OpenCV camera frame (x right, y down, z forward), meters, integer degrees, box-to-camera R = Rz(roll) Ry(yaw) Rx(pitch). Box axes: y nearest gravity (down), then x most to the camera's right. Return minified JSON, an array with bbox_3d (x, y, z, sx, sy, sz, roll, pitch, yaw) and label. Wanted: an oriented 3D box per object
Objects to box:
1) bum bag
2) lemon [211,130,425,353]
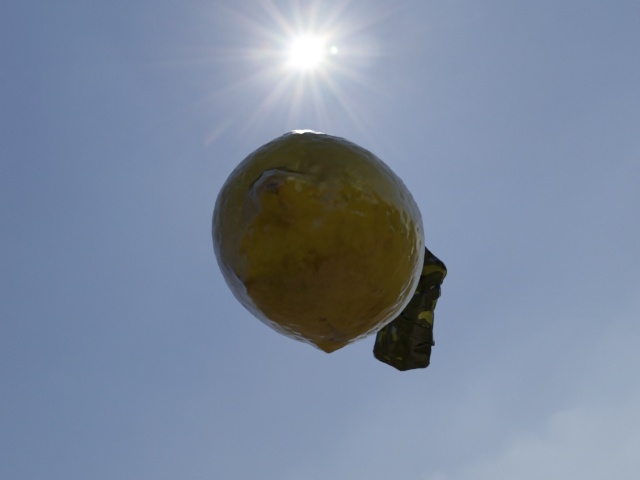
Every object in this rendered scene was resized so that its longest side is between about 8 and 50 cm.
[{"bbox_3d":[0.146,0.107,1.067,0.060,0.106,0.233,-24,-55,-59],"label":"bum bag"},{"bbox_3d":[0.000,0.000,0.727,0.233,0.233,0.288,-31,-31,10],"label":"lemon"}]
